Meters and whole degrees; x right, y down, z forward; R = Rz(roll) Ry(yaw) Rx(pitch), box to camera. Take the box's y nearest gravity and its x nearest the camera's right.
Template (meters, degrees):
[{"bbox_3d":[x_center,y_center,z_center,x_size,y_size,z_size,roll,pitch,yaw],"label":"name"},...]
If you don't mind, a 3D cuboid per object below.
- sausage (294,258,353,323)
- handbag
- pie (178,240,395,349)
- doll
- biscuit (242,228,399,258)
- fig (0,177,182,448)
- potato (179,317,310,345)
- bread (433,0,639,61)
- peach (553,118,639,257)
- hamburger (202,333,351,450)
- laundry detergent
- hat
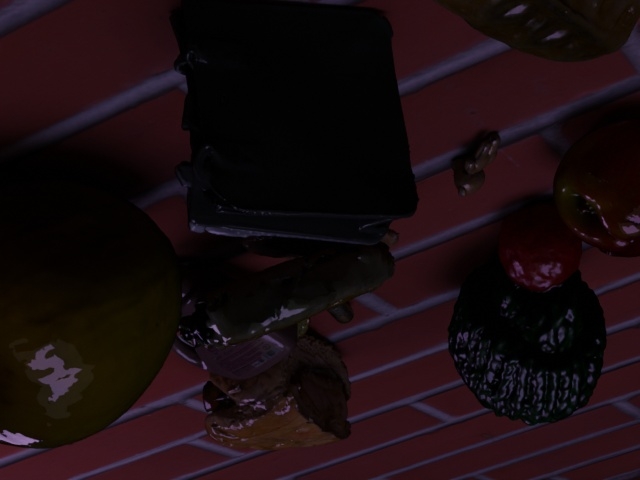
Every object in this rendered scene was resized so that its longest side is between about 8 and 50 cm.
[{"bbox_3d":[0.005,0.077,2.184,0.033,0.033,0.269,-17,154,11],"label":"sausage"},{"bbox_3d":[-0.031,-0.127,1.500,0.260,0.247,0.079,4,158,-31],"label":"handbag"},{"bbox_3d":[-0.046,0.072,1.861,0.296,0.078,0.371,-18,178,-17],"label":"pie"},{"bbox_3d":[0.209,-0.098,1.886,0.061,0.051,0.093,-27,174,-42],"label":"doll"},{"bbox_3d":[0.000,0.001,1.968,0.220,0.033,0.220,-2,170,0],"label":"biscuit"},{"bbox_3d":[-0.315,0.077,1.734,0.343,0.343,0.343,-9,155,-4],"label":"fig"},{"bbox_3d":[-0.113,0.116,2.192,0.198,0.054,0.119,-16,139,15],"label":"potato"},{"bbox_3d":[0.228,-0.261,1.467,0.152,0.130,0.267,-32,149,29],"label":"bread"},{"bbox_3d":[0.408,-0.070,1.890,0.197,0.197,0.197,-9,155,-4],"label":"peach"},{"bbox_3d":[-0.088,0.252,2.353,0.209,0.162,0.330,-11,165,16],"label":"hamburger"},{"bbox_3d":[-0.168,0.118,2.096,0.237,0.076,0.171,32,131,-31],"label":"laundry detergent"},{"bbox_3d":[0.325,0.085,2.141,0.242,0.274,0.332,-6,128,-16],"label":"hat"}]
